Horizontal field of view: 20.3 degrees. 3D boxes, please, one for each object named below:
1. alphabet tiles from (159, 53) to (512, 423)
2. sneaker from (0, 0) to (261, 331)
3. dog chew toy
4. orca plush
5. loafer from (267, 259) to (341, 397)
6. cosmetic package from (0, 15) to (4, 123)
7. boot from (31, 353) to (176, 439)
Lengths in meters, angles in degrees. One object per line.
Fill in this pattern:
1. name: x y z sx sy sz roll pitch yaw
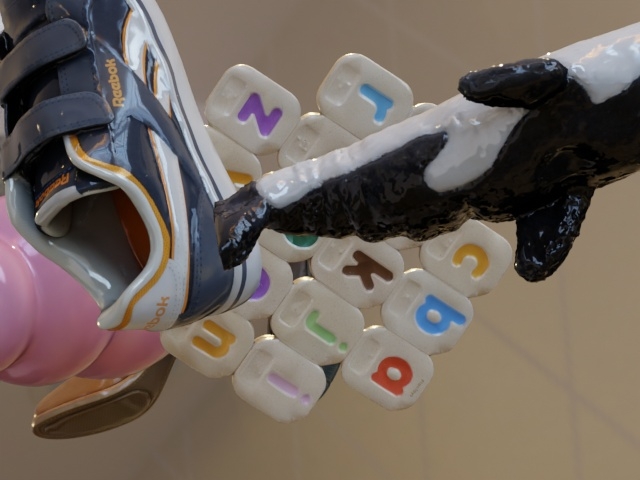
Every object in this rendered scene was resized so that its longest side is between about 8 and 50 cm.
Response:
1. alphabet tiles: 0.000 0.000 1.425 0.278 0.021 0.284 33 -84 -10
2. sneaker: -0.163 -0.085 1.246 0.127 0.321 0.126 -19 -14 -44
3. dog chew toy: -0.254 0.041 1.638 0.206 0.206 0.332 -42 -15 30
4. orca plush: 0.088 -0.025 0.926 0.287 0.102 0.151 -18 -9 -3
5. loafer: -0.015 0.049 1.996 0.096 0.084 0.267 -5 -71 -46
6. cosmetic package: -0.422 -0.150 2.021 0.117 0.085 0.231 -43 -26 -49
7. boot: -0.250 0.092 2.131 0.283 0.220 0.109 -33 -25 9
